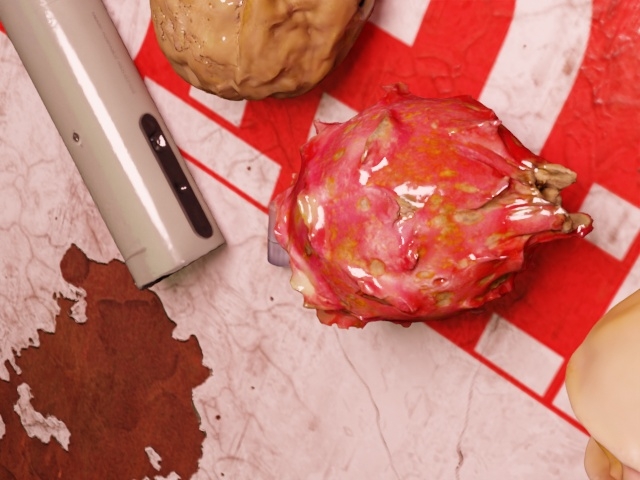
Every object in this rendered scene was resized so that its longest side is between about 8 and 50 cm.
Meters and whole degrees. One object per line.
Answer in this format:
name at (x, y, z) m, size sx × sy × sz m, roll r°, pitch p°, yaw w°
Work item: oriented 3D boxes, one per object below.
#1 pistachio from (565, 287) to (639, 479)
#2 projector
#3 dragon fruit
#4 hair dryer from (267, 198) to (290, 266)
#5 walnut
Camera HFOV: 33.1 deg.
pistachio at (0.332, 0.131, 0.755) m, size 0.308 × 0.230 × 0.230 m, roll 3°, pitch 111°, yaw 30°
projector at (-0.220, -0.119, 1.126) m, size 0.108 × 0.108 × 0.338 m, roll -25°, pitch 93°, yaw 40°
dragon fruit at (0.088, -0.026, 0.881) m, size 0.268 × 0.205 × 0.210 m, roll -3°, pitch 99°, yaw 39°
hair dryer at (0.000, 0.000, 1.067) m, size 0.114 × 0.037 × 0.063 m, roll 14°, pitch 115°, yaw 22°
walnut at (-0.046, -0.230, 0.906) m, size 0.198 × 0.198 × 0.245 m, roll 24°, pitch 124°, yaw 26°
